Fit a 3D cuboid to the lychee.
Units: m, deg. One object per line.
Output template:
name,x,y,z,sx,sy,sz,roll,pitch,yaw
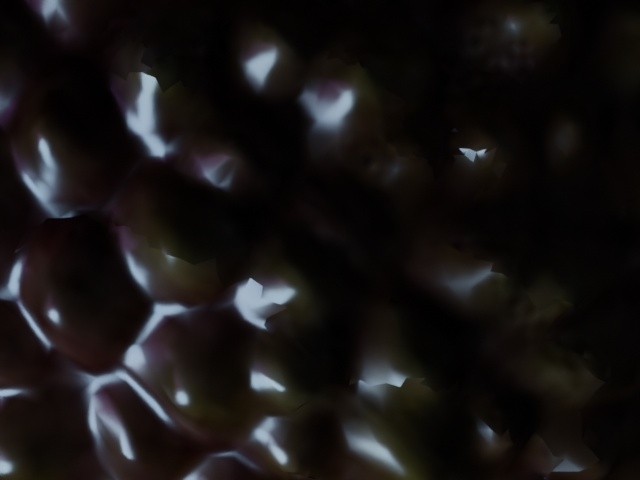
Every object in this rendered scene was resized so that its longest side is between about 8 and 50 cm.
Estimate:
lychee,0.000,0.000,0.456,0.306,0.330,0.306,-3,86,36
